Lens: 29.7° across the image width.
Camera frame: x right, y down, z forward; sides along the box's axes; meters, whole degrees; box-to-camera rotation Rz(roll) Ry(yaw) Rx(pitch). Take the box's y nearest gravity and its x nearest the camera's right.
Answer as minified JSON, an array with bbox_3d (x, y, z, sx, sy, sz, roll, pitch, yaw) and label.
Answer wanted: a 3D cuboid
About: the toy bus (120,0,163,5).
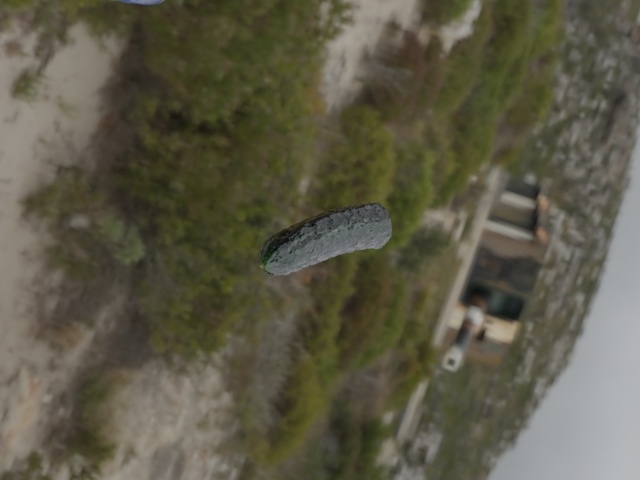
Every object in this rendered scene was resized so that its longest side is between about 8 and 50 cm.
[{"bbox_3d":[-0.088,-0.319,1.062,0.292,0.133,0.125,-54,170,19],"label":"toy bus"}]

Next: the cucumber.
[{"bbox_3d":[0.000,0.000,1.314,0.215,0.052,0.058,-17,89,-52],"label":"cucumber"}]
